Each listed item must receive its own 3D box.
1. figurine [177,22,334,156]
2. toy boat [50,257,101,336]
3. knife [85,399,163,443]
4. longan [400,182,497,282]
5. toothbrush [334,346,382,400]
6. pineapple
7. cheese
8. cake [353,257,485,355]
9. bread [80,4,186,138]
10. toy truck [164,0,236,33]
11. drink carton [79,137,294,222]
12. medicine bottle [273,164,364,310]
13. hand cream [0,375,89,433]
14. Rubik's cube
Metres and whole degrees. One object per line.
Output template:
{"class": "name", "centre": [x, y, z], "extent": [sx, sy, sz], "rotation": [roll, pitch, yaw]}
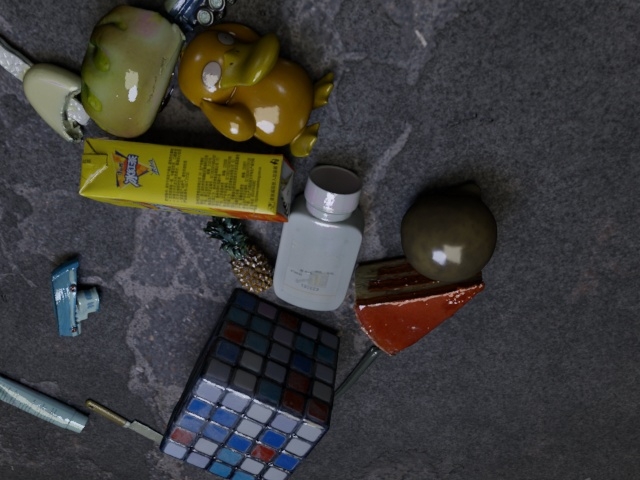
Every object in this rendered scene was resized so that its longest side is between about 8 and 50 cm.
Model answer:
{"class": "figurine", "centre": [-0.109, -0.250, 0.951], "extent": [0.215, 0.215, 0.228], "rotation": [-27, 143, 21]}
{"class": "toy boat", "centre": [-0.562, 0.130, 1.322], "extent": [0.102, 0.088, 0.215], "rotation": [-12, 131, -30]}
{"class": "knife", "centre": [-0.531, 0.525, 1.629], "extent": [0.298, 0.017, 0.047], "rotation": [39, 113, -21]}
{"class": "longan", "centre": [0.247, -0.021, 1.096], "extent": [0.185, 0.204, 0.159], "rotation": [26, 171, 27]}
{"class": "toothbrush", "centre": [0.073, 0.366, 1.464], "extent": [0.030, 0.031, 0.297], "rotation": [9, 129, -34]}
{"class": "pineapple", "centre": [-0.163, 0.028, 1.204], "extent": [0.083, 0.103, 0.221], "rotation": [-23, 125, 7]}
{"class": "cheese", "centre": [-0.510, -0.287, 1.028], "extent": [0.235, 0.050, 0.127], "rotation": [38, 127, -13]}
{"class": "cake", "centre": [0.181, 0.086, 1.178], "extent": [0.159, 0.158, 0.262], "rotation": [36, 118, -21]}
{"class": "bread", "centre": [-0.329, -0.274, 0.957], "extent": [0.158, 0.156, 0.261], "rotation": [25, 123, -15]}
{"class": "toy truck", "centre": [-0.169, -0.411, 0.905], "extent": [0.088, 0.074, 0.201], "rotation": [42, 119, -13]}
{"class": "drink carton", "centre": [-0.234, -0.107, 1.041], "extent": [0.351, 0.154, 0.111], "rotation": [7, 87, 6]}
{"class": "medicine bottle", "centre": [0.000, 0.000, 1.159], "extent": [0.161, 0.111, 0.296], "rotation": [13, 127, 1]}
{"class": "hand cream", "centre": [-0.796, 0.437, 1.560], "extent": [0.331, 0.058, 0.085], "rotation": [30, 124, -16]}
{"class": "Rubik's cube", "centre": [-0.150, 0.340, 1.294], "extent": [0.287, 0.292, 0.293], "rotation": [26, 120, -9]}
